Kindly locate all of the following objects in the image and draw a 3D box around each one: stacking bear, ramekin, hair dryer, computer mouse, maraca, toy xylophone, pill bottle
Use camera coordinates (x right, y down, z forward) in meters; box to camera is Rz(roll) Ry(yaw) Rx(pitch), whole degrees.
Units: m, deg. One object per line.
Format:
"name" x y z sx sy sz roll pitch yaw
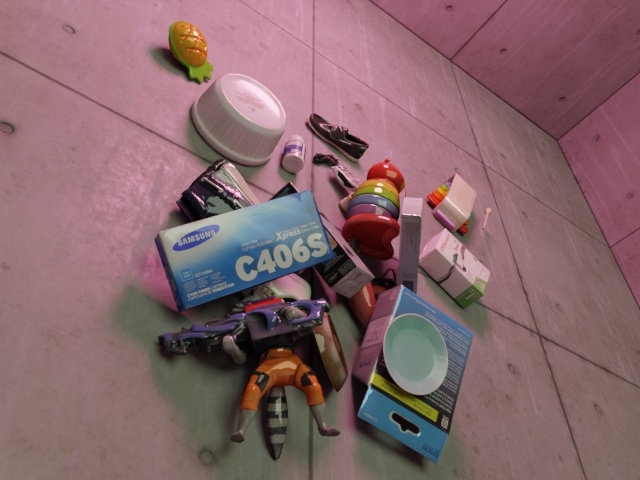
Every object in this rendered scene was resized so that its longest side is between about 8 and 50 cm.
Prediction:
"stacking bear" 0.173 -0.115 1.749 0.164 0.175 0.289 15 53 7
"ramekin" -0.219 -0.353 1.667 0.272 0.127 0.273 27 40 -25
"hair dryer" 0.144 0.128 1.597 0.223 0.080 0.294 37 37 -14
"computer mouse" 0.065 -0.209 1.875 0.193 0.042 0.106 47 28 25
"maraca" -0.382 -0.558 1.739 0.127 0.099 0.186 -41 112 -45
"toy xylophone" 0.542 -0.135 2.266 0.236 0.081 0.322 47 35 2
"pill bottle" -0.078 -0.265 1.775 0.067 0.067 0.120 29 38 -22

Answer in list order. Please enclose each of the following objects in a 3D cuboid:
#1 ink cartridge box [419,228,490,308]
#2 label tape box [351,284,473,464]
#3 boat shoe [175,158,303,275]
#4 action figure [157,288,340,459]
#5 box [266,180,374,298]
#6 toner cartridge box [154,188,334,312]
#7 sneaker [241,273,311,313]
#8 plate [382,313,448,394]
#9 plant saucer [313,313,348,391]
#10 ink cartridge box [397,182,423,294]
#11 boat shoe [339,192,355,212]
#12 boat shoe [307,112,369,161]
"ink cartridge box" 0.438 0.088 1.926 0.219 0.092 0.160 44 34 -3
"label tape box" 0.213 0.322 1.425 0.249 0.115 0.348 34 60 -16
"boat shoe" -0.193 -0.019 1.391 0.341 0.127 0.158 49 54 1
"action figure" -0.138 0.246 1.167 0.341 0.179 0.330 -5 49 -9
"box" 0.000 0.000 1.486 0.290 0.087 0.169 52 8 22
"toner cartridge box" -0.155 0.017 1.247 0.347 0.075 0.165 -19 86 -25
"sneaker" -0.138 0.096 1.316 0.290 0.106 0.123 30 35 -23
"plate" 0.217 0.264 1.366 0.188 0.024 0.188 12 65 -27
"plant saucer" 0.023 0.234 1.303 0.198 0.036 0.199 -19 90 -88
"ink cartridge box" 0.256 0.005 1.672 0.060 0.275 0.239 4 28 11
"boat shoe" 0.132 -0.123 1.854 0.170 0.059 0.063 -14 66 -51
"boat shoe" 0.060 -0.368 2.013 0.233 0.079 0.084 34 38 -13
